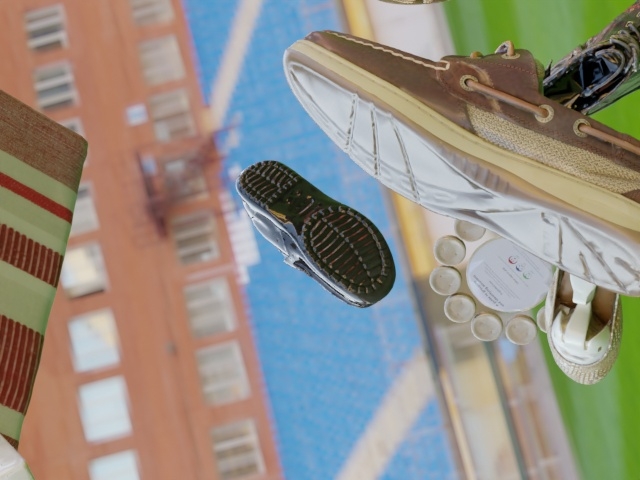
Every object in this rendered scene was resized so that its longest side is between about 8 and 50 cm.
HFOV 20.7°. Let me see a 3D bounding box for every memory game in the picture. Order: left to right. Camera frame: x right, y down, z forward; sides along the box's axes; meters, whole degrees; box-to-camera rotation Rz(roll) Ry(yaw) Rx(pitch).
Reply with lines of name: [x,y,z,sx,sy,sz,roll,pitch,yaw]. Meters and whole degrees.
memory game: [0.214,0.036,1.957,0.012,0.186,0.186,-77,-27,-62]

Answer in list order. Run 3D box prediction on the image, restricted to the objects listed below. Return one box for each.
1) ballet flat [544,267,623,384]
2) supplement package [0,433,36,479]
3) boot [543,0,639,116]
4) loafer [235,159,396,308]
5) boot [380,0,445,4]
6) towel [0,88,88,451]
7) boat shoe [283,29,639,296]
ballet flat: [0.224,0.049,1.496,0.067,0.073,0.206,-53,-32,-53]
supplement package: [-0.223,0.185,1.092,0.105,0.105,0.179,64,164,-15]
boot: [0.303,-0.181,1.717,0.091,0.263,0.229,53,-166,2]
loafer: [0.000,0.000,1.813,0.220,0.080,0.078,44,157,33]
boot: [0.148,-0.372,1.877,0.095,0.262,0.203,60,-171,-51]
towel: [-0.336,0.005,1.597,0.237,0.037,0.329,30,-122,-38]
boat shoe: [0.135,-0.086,1.344,0.123,0.342,0.123,-54,-21,-22]
